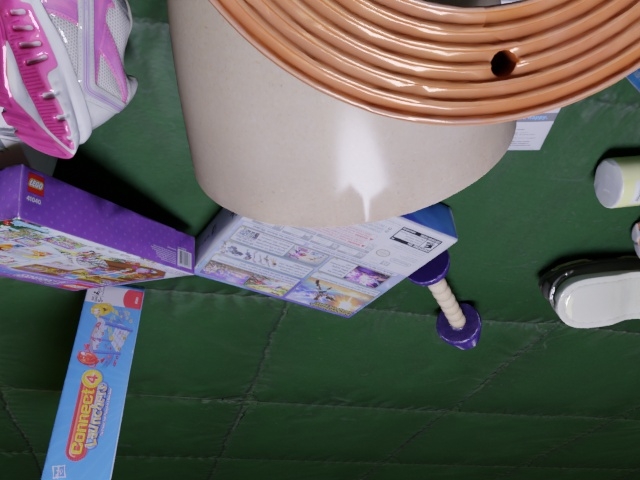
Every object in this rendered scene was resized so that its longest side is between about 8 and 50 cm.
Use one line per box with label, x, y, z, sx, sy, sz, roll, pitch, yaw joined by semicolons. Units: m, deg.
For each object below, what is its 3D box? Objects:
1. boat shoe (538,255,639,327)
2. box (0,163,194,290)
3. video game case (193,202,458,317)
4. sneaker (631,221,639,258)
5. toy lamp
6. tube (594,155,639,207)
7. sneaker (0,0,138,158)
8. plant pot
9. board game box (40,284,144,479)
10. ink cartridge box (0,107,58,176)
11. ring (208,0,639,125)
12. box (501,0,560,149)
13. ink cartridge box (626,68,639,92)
boat shoe;0.493;0.073;0.922;0.304;0.091;0.109;-1;109;-6
box;-0.309;0.001;0.695;0.200;0.057;0.293;-8;164;18
video game case;0.000;0.000;0.804;0.269;0.061;0.244;19;139;-28
sneaker;0.501;-0.015;0.767;0.083;0.084;0.215;-11;-179;-10
toy lamp;0.202;0.100;0.953;0.080;0.080;0.275;-16;141;18
tube;0.462;-0.079;0.733;0.239;0.070;0.062;-5;103;-5
sneaker;-0.218;-0.200;0.476;0.102;0.111;0.253;17;131;23
plant pot;-0.002;-0.194;0.394;0.256;0.257;0.274;-8;129;7
board game box;-0.368;0.270;0.955;0.086;0.309;0.302;12;142;-18
ink cartridge box;-0.351;-0.131;0.571;0.139;0.082;0.191;0;145;-4
ring;0.075;-0.220;0.263;0.336;0.032;0.337;-2;112;-6
box;0.179;-0.166;0.597;0.145;0.038;0.186;-1;144;-5
ink cartridge box;0.327;-0.197;0.416;0.171;0.168;0.233;19;129;-30
